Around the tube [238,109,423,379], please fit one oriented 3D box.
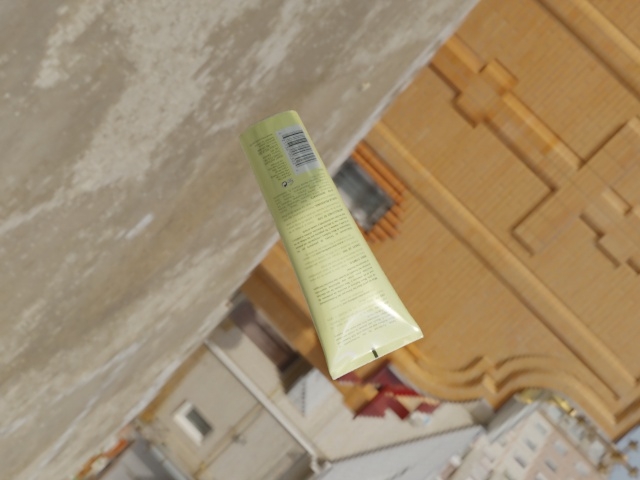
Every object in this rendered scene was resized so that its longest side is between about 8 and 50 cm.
[{"bbox_3d":[0.000,0.000,0.911,0.070,0.240,0.062,-30,173,32],"label":"tube"}]
